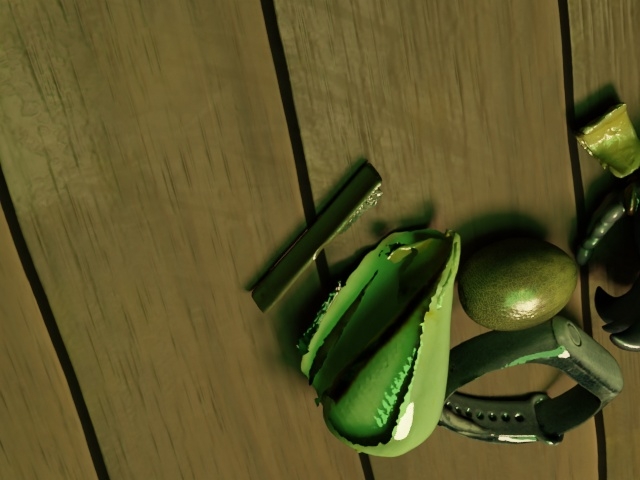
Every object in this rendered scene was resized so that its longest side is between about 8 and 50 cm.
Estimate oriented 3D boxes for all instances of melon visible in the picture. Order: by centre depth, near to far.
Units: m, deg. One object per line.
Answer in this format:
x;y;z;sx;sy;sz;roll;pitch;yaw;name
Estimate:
0.209;0.045;1.841;0.131;0.098;0.098;-16;130;-15;melon

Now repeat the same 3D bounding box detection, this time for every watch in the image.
0.226;0.163;1.935;0.193;0.068;0.206;-29;141;26;watch

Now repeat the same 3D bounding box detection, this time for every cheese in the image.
0.304;-0.102;1.800;0.060;0.041;0.084;-38;115;0;cheese

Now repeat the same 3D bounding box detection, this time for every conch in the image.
0.061;0.108;1.820;0.137;0.143;0.250;-36;132;-51;conch

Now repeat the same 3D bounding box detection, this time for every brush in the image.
0.000;0.000;1.769;0.190;0.034;0.027;-48;144;16;brush

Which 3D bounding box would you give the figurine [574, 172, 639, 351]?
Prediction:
0.387;0.020;1.847;0.197;0.175;0.265;34;101;-32;figurine
